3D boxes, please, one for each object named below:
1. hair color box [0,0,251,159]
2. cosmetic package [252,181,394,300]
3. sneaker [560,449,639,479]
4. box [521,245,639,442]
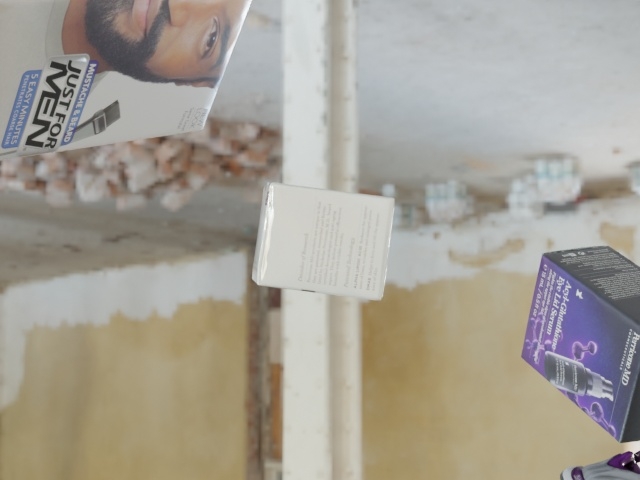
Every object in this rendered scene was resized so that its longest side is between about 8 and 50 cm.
[{"bbox_3d":[-0.120,-0.097,0.600,0.053,0.093,0.167,41,-146,25],"label":"hair color box"},{"bbox_3d":[0.000,0.000,1.746,0.183,0.152,0.151,7,180,-6],"label":"cosmetic package"},{"bbox_3d":[0.314,0.281,1.212,0.098,0.083,0.224,-28,-162,9],"label":"sneaker"},{"bbox_3d":[0.351,0.118,1.414,0.108,0.153,0.207,-6,-154,-26],"label":"box"}]
